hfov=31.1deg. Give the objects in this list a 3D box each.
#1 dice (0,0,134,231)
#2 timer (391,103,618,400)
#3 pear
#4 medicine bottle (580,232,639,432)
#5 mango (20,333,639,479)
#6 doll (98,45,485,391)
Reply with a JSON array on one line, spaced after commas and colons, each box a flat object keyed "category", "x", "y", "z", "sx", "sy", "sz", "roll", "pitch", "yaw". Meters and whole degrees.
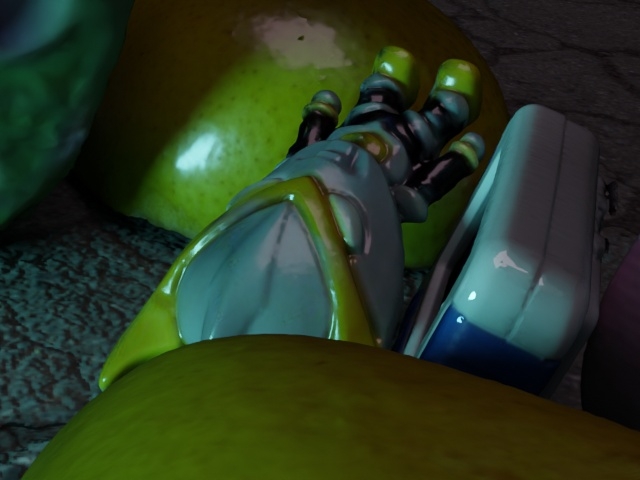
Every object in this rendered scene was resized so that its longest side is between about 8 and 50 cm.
[{"category": "dice", "x": -0.317, "y": -0.196, "z": 0.754, "sx": 0.330, "sy": 0.322, "sz": 0.318, "roll": 7, "pitch": 38, "yaw": -37}, {"category": "timer", "x": 0.096, "y": 0.040, "z": 0.636, "sx": 0.078, "sy": 0.178, "sz": 0.253, "roll": 28, "pitch": 28, "yaw": 2}, {"category": "pear", "x": -0.025, "y": -0.134, "z": 0.943, "sx": 0.386, "sy": 0.191, "sz": 0.340, "roll": 14, "pitch": 26, "yaw": 13}, {"category": "medicine bottle", "x": 0.317, "y": 0.116, "z": 0.491, "sx": 0.219, "sy": 0.219, "sz": 0.388, "roll": -12, "pitch": 31, "yaw": -35}, {"category": "mango", "x": 0.038, "y": 0.151, "z": 0.346, "sx": 0.301, "sy": 0.220, "sz": 0.445, "roll": -7, "pitch": 26, "yaw": -22}, {"category": "doll", "x": 0.004, "y": 0.001, "z": 0.698, "sx": 0.145, "sy": 0.103, "sz": 0.316, "roll": 31, "pitch": 58, "yaw": 6}]
